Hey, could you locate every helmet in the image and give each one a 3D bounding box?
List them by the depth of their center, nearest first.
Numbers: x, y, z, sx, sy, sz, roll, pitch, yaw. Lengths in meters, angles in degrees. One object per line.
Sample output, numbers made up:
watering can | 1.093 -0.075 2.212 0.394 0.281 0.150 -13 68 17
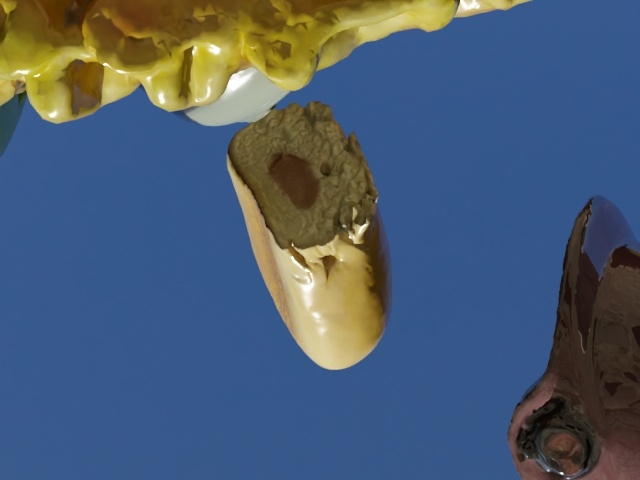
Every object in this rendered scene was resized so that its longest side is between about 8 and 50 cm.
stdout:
helmet | 0.260 0.149 1.288 0.197 0.338 0.271 18 -157 17

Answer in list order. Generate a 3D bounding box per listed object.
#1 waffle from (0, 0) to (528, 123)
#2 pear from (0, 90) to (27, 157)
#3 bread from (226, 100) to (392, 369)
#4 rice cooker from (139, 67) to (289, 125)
waffle | -0.049 -0.154 0.696 0.324 0.151 0.261 -12 -162 9
pear | -0.387 -0.127 1.348 0.238 0.342 0.318 42 -111 11
bread | 0.001 -0.001 1.145 0.085 0.173 0.134 -25 -125 -9
rice cooker | -0.107 -0.289 1.235 0.325 0.335 0.335 36 -112 -16
